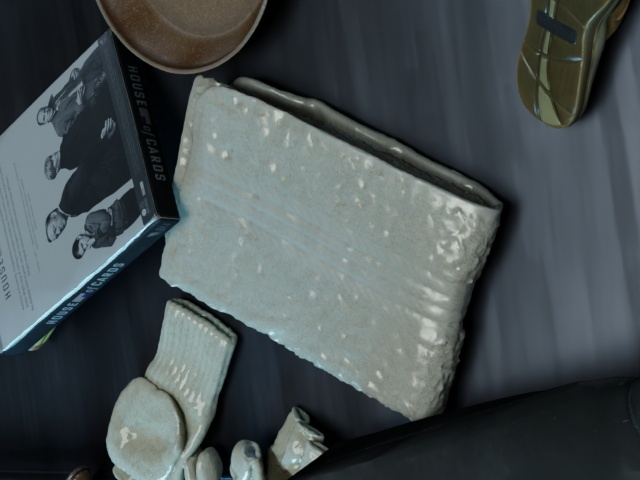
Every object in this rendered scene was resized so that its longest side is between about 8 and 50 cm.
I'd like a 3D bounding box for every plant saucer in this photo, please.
[{"bbox_3d":[-0.101,-0.228,1.415,0.198,0.036,0.199,11,109,37],"label":"plant saucer"}]

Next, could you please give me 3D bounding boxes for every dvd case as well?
[{"bbox_3d":[-0.211,-0.037,1.522,0.238,0.029,0.179,-38,58,39],"label":"dvd case"}]

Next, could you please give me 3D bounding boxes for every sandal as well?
[{"bbox_3d":[0.173,-0.155,1.204,0.072,0.049,0.180,39,138,32],"label":"sandal"}]

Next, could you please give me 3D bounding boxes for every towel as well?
[{"bbox_3d":[0.000,0.000,1.383,0.282,0.049,0.187,29,119,30],"label":"towel"}]

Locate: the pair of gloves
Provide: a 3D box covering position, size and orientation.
[{"bbox_3d":[-0.081,0.188,1.500,0.240,0.042,0.204,42,124,25],"label":"pair of gloves"}]

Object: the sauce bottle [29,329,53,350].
[{"bbox_3d":[-0.229,0.041,1.586,0.042,0.042,0.128,50,124,19],"label":"sauce bottle"}]

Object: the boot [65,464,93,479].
[{"bbox_3d":[-0.178,0.261,1.600,0.114,0.037,0.106,34,133,32],"label":"boot"}]

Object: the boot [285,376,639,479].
[{"bbox_3d":[0.192,0.270,1.220,0.445,0.146,0.367,-22,81,37],"label":"boot"}]
